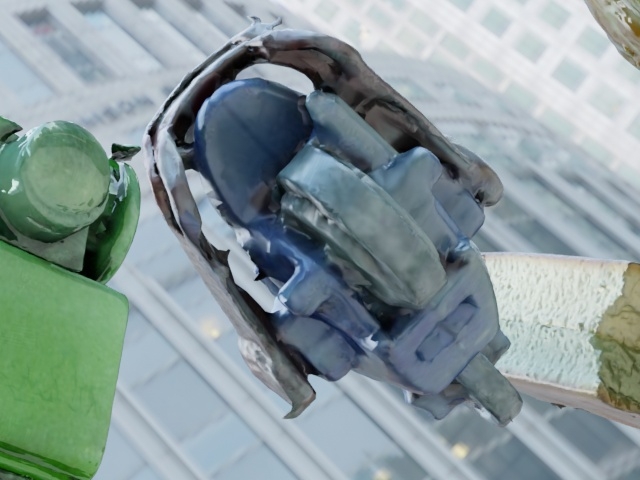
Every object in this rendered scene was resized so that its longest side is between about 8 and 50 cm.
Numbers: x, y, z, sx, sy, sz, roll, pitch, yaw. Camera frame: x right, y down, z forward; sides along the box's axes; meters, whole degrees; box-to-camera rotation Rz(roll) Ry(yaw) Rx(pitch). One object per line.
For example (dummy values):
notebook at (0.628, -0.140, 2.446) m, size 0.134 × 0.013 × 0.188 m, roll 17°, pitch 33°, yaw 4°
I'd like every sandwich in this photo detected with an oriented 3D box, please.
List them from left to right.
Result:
sandwich at (0.201, 0.070, 1.309) m, size 0.186 × 0.220 × 0.108 m, roll 65°, pitch -138°, yaw -80°

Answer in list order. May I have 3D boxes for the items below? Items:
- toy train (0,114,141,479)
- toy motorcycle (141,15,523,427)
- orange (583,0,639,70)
toy train at (-0.188, 0.034, 0.814) m, size 0.132 × 0.243 × 0.188 m, roll 27°, pitch -119°, yaw -37°
toy motorcycle at (0.019, -0.015, 1.061) m, size 0.182 × 0.241 × 0.319 m, roll -23°, pitch -30°, yaw 6°
orange at (0.285, -0.234, 1.033) m, size 0.329 × 0.249 × 0.329 m, roll -57°, pitch -11°, yaw -17°
